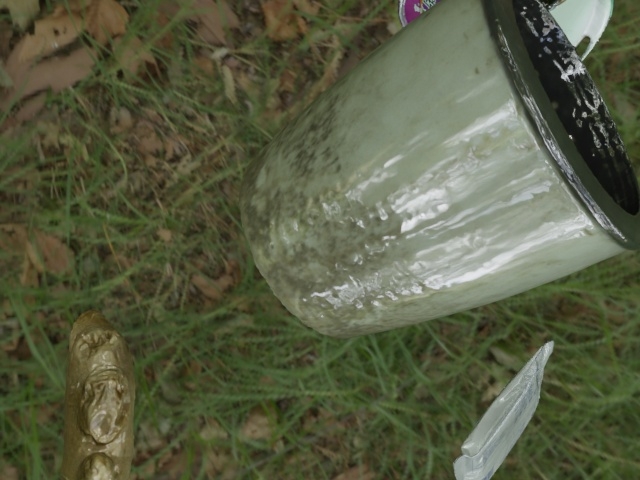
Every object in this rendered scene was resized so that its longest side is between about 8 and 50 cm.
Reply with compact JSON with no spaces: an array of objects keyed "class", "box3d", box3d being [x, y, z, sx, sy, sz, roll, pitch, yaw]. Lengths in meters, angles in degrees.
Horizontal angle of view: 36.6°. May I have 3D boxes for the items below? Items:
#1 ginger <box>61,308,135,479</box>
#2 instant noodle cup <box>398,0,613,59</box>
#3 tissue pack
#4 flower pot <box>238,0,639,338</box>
[{"class":"ginger","box3d":[-0.220,0.157,0.969,0.074,0.137,0.213,12,62,-24]},{"class":"instant noodle cup","box3d":[0.259,-0.317,1.307,0.251,0.190,0.251,-30,153,-17]},{"class":"tissue pack","box3d":[0.209,0.211,1.103,0.193,0.026,0.122,-47,148,-26]},{"class":"flower pot","box3d":[0.108,-0.057,0.946,0.330,0.293,0.293,-30,121,26]}]
